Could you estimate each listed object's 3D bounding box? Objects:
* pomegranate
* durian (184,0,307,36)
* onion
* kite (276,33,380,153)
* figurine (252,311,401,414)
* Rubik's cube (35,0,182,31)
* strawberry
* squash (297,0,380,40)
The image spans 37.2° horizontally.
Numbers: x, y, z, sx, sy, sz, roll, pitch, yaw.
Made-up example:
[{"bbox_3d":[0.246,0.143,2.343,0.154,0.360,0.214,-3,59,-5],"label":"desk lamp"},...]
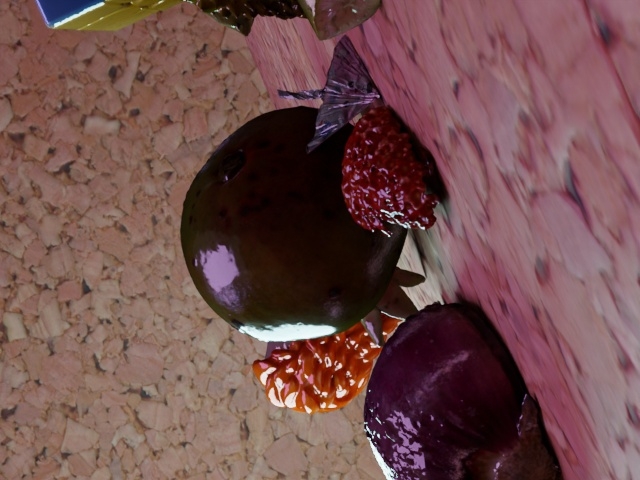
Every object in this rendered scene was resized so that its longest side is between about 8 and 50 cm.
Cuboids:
[{"bbox_3d":[-0.022,-0.005,1.163,0.291,0.291,0.323,65,-173,30],"label":"pomegranate"},{"bbox_3d":[-0.108,-0.355,1.138,0.166,0.172,0.306,26,-154,-55],"label":"durian"},{"bbox_3d":[0.123,0.188,1.039,0.349,0.159,0.267,-122,12,-70],"label":"onion"},{"bbox_3d":[0.006,-0.159,1.030,0.156,0.139,0.011,8,169,42],"label":"kite"},{"bbox_3d":[-0.022,0.109,1.761,0.241,0.306,0.412,34,-147,-76],"label":"figurine"},{"bbox_3d":[-0.287,-0.496,1.399,0.291,0.291,0.290,-59,-54,-77],"label":"Rubik's cube"},{"bbox_3d":[0.060,-0.063,0.937,0.188,0.082,0.121,-111,1,-75],"label":"strawberry"},{"bbox_3d":[-0.028,-0.289,0.783,0.250,0.083,0.083,63,177,5],"label":"squash"}]
